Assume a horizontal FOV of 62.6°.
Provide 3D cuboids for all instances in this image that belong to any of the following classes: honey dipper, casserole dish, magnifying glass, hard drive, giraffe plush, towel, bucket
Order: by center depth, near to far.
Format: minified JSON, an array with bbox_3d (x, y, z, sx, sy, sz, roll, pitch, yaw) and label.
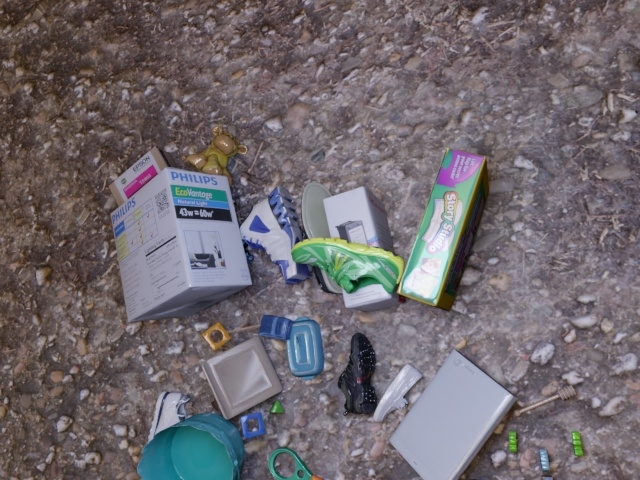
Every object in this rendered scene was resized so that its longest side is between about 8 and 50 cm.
[{"bbox_3d":[0.563,0.408,1.331,0.161,0.030,0.030,-28,72,15],"label":"honey dipper"},{"bbox_3d":[0.334,0.464,1.359,0.307,0.040,0.203,-56,42,4],"label":"hard drive"},{"bbox_3d":[-0.047,0.673,1.510,0.231,0.026,0.092,19,87,21],"label":"magnifying glass"},{"bbox_3d":[-0.357,0.642,1.519,0.281,0.183,0.281,-1,86,9],"label":"bucket"},{"bbox_3d":[-0.052,0.321,1.570,0.114,0.037,0.188,-11,76,17],"label":"casserole dish"},{"bbox_3d":[-0.137,0.262,1.593,0.119,0.029,0.067,1,78,44],"label":"towel"},{"bbox_3d":[-0.333,-0.280,1.736,0.170,0.181,0.210,-51,33,-6],"label":"giraffe plush"}]

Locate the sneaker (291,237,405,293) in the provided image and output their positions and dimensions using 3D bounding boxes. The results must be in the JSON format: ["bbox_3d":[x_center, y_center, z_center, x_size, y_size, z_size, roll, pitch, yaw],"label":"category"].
[{"bbox_3d":[0.055,0.064,1.295,0.296,0.109,0.123,9,80,22],"label":"sneaker"}]

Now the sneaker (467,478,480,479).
[{"bbox_3d":[0.298,0.729,1.324,0.314,0.116,0.136,-31,73,12],"label":"sneaker"}]

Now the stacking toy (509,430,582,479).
[{"bbox_3d":[0.557,0.581,1.294,0.167,0.052,0.221,-5,77,18],"label":"stacking toy"}]

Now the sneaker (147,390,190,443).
[{"bbox_3d":[-0.475,0.597,1.653,0.095,0.090,0.235,8,86,6],"label":"sneaker"}]

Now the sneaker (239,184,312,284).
[{"bbox_3d":[-0.149,0.003,1.627,0.182,0.127,0.315,-24,66,18],"label":"sneaker"}]

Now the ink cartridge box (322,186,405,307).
[{"bbox_3d":[0.126,0.034,1.455,0.131,0.226,0.306,-17,74,17],"label":"ink cartridge box"}]

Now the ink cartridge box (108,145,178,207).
[{"bbox_3d":[-0.595,-0.178,1.833,0.235,0.088,0.193,-38,71,11],"label":"ink cartridge box"}]

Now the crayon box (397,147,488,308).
[{"bbox_3d":[0.324,-0.011,1.342,0.106,0.313,0.362,18,86,22],"label":"crayon box"}]

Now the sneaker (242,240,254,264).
[{"bbox_3d":[-0.248,0.069,1.674,0.073,0.063,0.162,-13,76,14],"label":"sneaker"}]

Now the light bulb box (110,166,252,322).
[{"bbox_3d":[-0.435,0.023,1.606,0.358,0.225,0.360,-27,71,38],"label":"light bulb box"}]

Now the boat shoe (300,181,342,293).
[{"bbox_3d":[0.004,0.000,1.571,0.127,0.113,0.340,-16,81,-27],"label":"boat shoe"}]

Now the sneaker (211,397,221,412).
[{"bbox_3d":[-0.289,0.430,1.621,0.071,0.066,0.188,12,77,38],"label":"sneaker"}]

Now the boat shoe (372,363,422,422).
[{"bbox_3d":[0.214,0.429,1.443,0.063,0.066,0.184,34,83,23],"label":"boat shoe"}]

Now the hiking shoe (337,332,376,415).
[{"bbox_3d":[0.089,0.373,1.478,0.114,0.086,0.226,-21,56,36],"label":"hiking shoe"}]

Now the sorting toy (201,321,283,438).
[{"bbox_3d":[-0.234,0.403,1.564,0.196,0.047,0.347,-23,82,-25],"label":"sorting toy"}]
